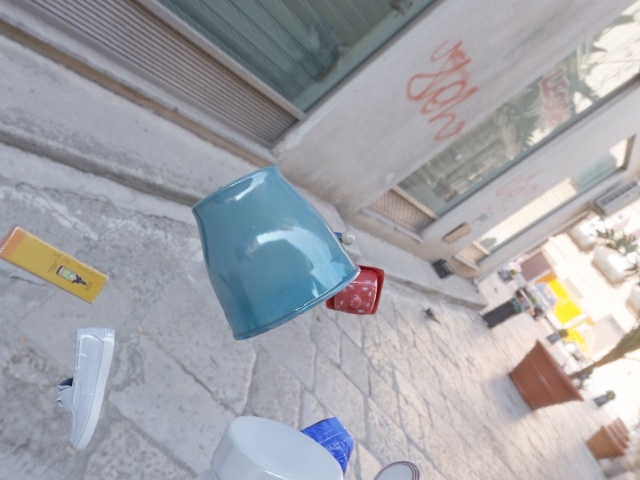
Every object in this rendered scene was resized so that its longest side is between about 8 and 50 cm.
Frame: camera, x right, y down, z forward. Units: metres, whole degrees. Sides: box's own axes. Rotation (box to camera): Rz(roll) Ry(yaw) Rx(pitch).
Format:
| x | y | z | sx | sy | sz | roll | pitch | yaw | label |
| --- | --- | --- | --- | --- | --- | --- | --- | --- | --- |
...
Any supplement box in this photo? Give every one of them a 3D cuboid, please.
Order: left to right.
| x | y | z | sx | sy | sz | roll | pitch | yaw | label |
| --- | --- | --- | --- | --- | --- | --- | --- | --- | --- |
| -0.620 | 0.060 | 1.162 | 0.233 | 0.080 | 0.078 | 39 | 63 | -32 | supplement box |

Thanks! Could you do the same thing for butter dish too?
| x | y | z | sx | sy | sz | roll | pitch | yaw | label |
| --- | --- | --- | --- | --- | --- | --- | --- | --- | --- |
| 0.100 | 0.157 | 1.450 | 0.160 | 0.159 | 0.118 | 9 | 18 | -1 | butter dish |

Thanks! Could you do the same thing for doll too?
| x | y | z | sx | sy | sz | roll | pitch | yaw | label |
| --- | --- | --- | --- | --- | --- | --- | --- | --- | --- |
| 0.000 | 0.000 | 1.309 | 0.129 | 0.189 | 0.046 | -25 | 112 | -63 | doll |

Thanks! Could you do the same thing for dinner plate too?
| x | y | z | sx | sy | sz | roll | pitch | yaw | label |
| --- | --- | --- | --- | --- | --- | --- | --- | --- | --- |
| 0.198 | 0.636 | 1.330 | 0.141 | 0.141 | 0.017 | 45 | 1 | -23 | dinner plate |

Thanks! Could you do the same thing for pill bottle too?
| x | y | z | sx | sy | sz | roll | pitch | yaw | label |
| --- | --- | --- | --- | --- | --- | --- | --- | --- | --- |
| -0.130 | 0.483 | 0.733 | 0.224 | 0.391 | 0.224 | 24 | -2 | 1 | pill bottle |

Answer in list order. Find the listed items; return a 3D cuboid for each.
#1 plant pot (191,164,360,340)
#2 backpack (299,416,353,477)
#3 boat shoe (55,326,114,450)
| x | y | z | sx | sy | sz | roll | pitch | yaw | label |
| --- | --- | --- | --- | --- | --- | --- | --- | --- | --- |
| -0.104 | 0.009 | 0.948 | 0.255 | 0.272 | 0.272 | 61 | 17 | -3 | plant pot |
| 0.005 | 0.388 | 0.903 | 0.120 | 0.097 | 0.101 | -17 | 44 | -35 | backpack |
| -0.352 | 0.216 | 0.736 | 0.063 | 0.184 | 0.066 | 13 | 6 | -27 | boat shoe |
